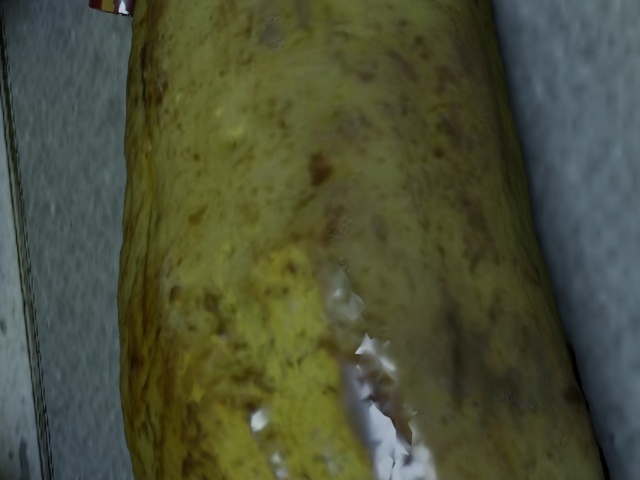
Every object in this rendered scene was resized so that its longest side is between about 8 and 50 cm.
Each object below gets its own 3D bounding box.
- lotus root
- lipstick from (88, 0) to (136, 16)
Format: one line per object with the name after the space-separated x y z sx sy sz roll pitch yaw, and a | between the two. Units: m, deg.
0.000 0.000 0.430 0.110 0.097 0.258 132 134 -53 | lotus root
-0.048 -0.155 0.578 0.027 0.027 0.176 25 111 58 | lipstick
